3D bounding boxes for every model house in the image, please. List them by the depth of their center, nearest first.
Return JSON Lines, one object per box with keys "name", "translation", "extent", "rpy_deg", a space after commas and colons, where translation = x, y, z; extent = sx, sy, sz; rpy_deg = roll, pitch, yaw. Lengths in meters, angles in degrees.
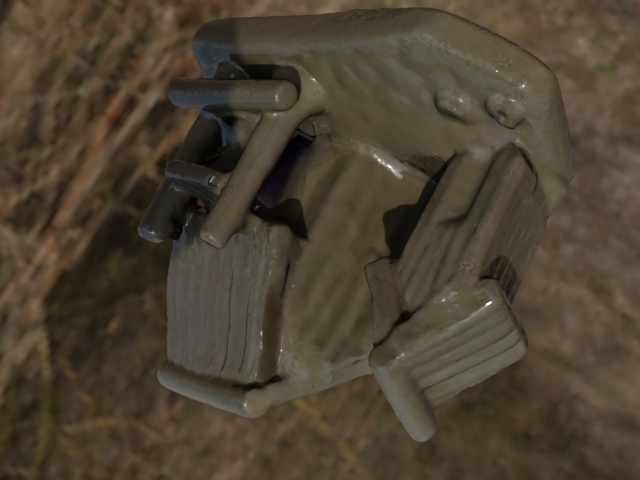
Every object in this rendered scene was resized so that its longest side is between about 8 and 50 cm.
{"name": "model house", "translation": [0.006, -0.002, 0.884], "extent": [0.229, 0.188, 0.122], "rpy_deg": [8, 160, 47]}
